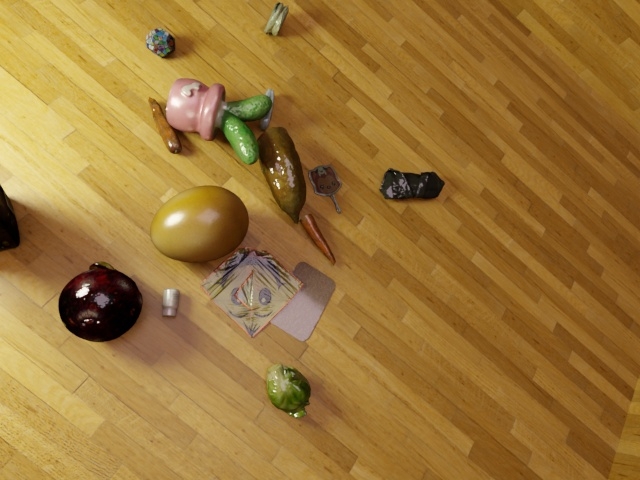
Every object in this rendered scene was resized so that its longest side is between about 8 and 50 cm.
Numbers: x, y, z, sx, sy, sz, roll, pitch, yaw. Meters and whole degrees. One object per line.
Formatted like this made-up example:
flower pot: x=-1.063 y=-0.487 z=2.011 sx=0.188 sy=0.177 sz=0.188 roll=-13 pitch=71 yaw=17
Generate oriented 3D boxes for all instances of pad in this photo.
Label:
pad: x=-0.066 y=0.223 z=1.550 sx=0.176 sy=0.002 sz=0.266 roll=33 pitch=66 yaw=-7

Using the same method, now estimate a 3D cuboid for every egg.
egg: x=-0.399 y=-0.051 z=1.385 sx=0.322 sy=0.250 sz=0.250 roll=-20 pitch=81 yaw=-12

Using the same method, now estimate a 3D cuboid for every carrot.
carrot: x=-0.581 y=-0.426 z=1.542 sx=0.059 sy=0.059 sz=0.248 roll=-24 pitch=80 yaw=-24
carrot: x=0.000 y=0.000 z=1.617 sx=0.057 sy=0.057 sz=0.224 roll=-34 pitch=90 yaw=-24

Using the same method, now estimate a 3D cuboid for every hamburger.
hamburger: x=-0.189 y=-0.957 z=1.797 sx=0.062 sy=0.133 sz=0.140 roll=23 pitch=76 yaw=-20

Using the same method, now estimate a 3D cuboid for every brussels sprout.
brussels sprout: x=-0.110 y=0.504 z=1.404 sx=0.139 sy=0.100 sz=0.181 roll=-36 pitch=105 yaw=-9

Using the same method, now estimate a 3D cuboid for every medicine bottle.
medicine bottle: x=-0.497 y=0.207 z=1.380 sx=0.052 sy=0.052 sz=0.089 roll=6 pitch=72 yaw=-17

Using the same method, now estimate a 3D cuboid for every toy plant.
toy plant: x=-0.376 y=-0.441 z=1.527 sx=0.355 sy=0.211 sz=0.317 roll=18 pitch=60 yaw=-13

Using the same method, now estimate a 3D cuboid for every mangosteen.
mangosteen: x=-0.656 y=0.177 z=1.265 sx=0.228 sy=0.228 sz=0.266 roll=11 pitch=30 yaw=-16

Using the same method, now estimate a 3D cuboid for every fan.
fan: x=0.036 y=-0.211 z=1.714 sx=0.131 sy=0.009 sz=0.220 roll=-19 pitch=81 yaw=-23

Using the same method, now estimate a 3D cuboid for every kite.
kite: x=-0.241 y=0.183 z=1.496 sx=0.376 sy=0.013 sz=0.328 roll=5 pitch=72 yaw=-18

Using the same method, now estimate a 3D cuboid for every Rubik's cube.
Rubik's cube: x=-0.617 y=-0.764 z=1.610 sx=0.111 sy=0.111 sz=0.093 roll=33 pitch=91 yaw=-7

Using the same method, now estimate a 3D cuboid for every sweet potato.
sweet potato: x=-0.135 y=-0.246 z=1.589 sx=0.157 sy=0.158 sz=0.370 roll=-17 pitch=79 yaw=-23

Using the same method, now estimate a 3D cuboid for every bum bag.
bum bag: x=0.403 y=-0.248 z=1.812 sx=0.325 sy=0.079 sz=0.142 roll=-4 pitch=79 yaw=-21

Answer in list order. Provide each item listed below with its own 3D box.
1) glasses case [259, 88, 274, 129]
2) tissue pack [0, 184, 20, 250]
glasses case: x=-0.218 y=-0.533 z=1.691 sx=0.045 sy=0.067 sz=0.179 roll=12 pitch=70 yaw=-15
tissue pack: x=-0.982 y=-0.099 z=1.140 sx=0.198 sy=0.370 sz=0.210 roll=-23 pitch=82 yaw=-28
